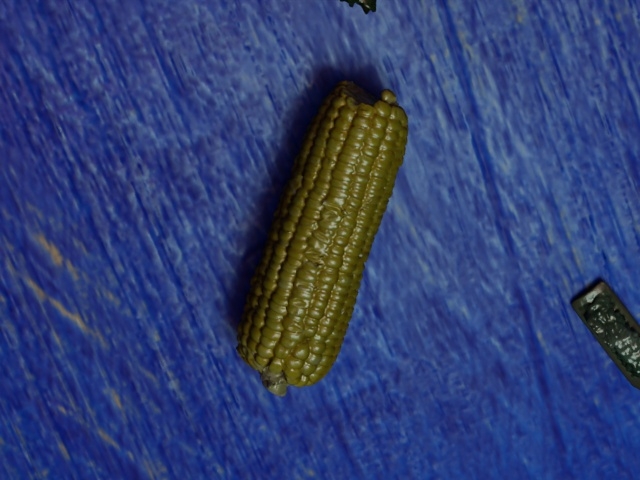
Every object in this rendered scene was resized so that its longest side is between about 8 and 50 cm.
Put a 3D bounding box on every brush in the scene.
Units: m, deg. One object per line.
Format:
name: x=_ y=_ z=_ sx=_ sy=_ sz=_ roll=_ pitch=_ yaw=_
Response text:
brush: x=0.256 y=0.110 z=1.497 sx=0.034 sy=0.027 sz=0.190 roll=-37 pitch=108 yaw=7

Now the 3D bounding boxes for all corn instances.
corn: x=0.000 y=0.000 z=1.406 sx=0.080 sy=0.080 sz=0.238 roll=14 pitch=104 yaw=-11

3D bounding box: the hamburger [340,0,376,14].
hamburger: x=0.083 y=-0.292 z=1.299 sx=0.211 sy=0.132 sz=0.308 roll=9 pitch=104 yaw=-6
